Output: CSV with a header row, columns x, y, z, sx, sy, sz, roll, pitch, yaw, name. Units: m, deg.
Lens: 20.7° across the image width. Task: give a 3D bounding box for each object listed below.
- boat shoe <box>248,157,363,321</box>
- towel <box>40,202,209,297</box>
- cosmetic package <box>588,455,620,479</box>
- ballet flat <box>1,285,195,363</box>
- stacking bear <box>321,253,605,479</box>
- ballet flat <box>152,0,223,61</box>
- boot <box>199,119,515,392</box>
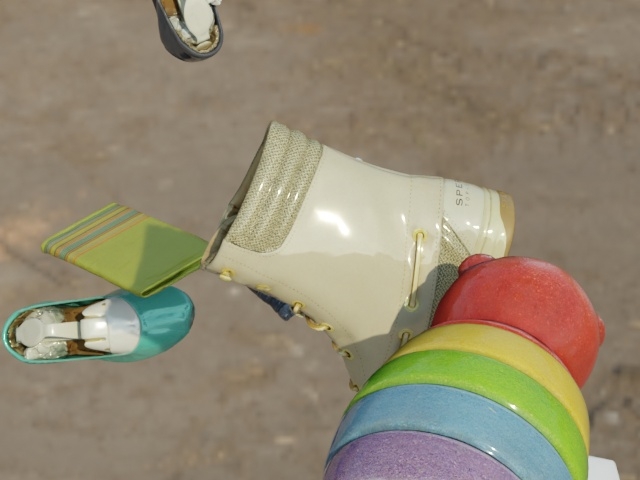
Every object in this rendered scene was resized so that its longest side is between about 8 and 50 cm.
x,y,z,sx,sy,sz,roll,pitch,yaw,name
0.000,0.000,1.844,0.183,0.065,0.083,-44,80,-6,boat shoe
-0.202,0.012,1.840,0.102,0.021,0.237,-32,28,-24,towel
0.136,0.288,1.621,0.224,0.224,0.138,16,53,-39,cosmetic package
-0.254,0.100,1.928,0.247,0.083,0.087,-9,1,33,ballet flat
0.092,0.121,1.066,0.175,0.164,0.289,23,42,7,stacking bear
-0.133,-0.255,1.610,0.074,0.203,0.074,-12,28,6,ballet flat
0.005,0.058,1.271,0.203,0.262,0.095,18,18,-11,boot
